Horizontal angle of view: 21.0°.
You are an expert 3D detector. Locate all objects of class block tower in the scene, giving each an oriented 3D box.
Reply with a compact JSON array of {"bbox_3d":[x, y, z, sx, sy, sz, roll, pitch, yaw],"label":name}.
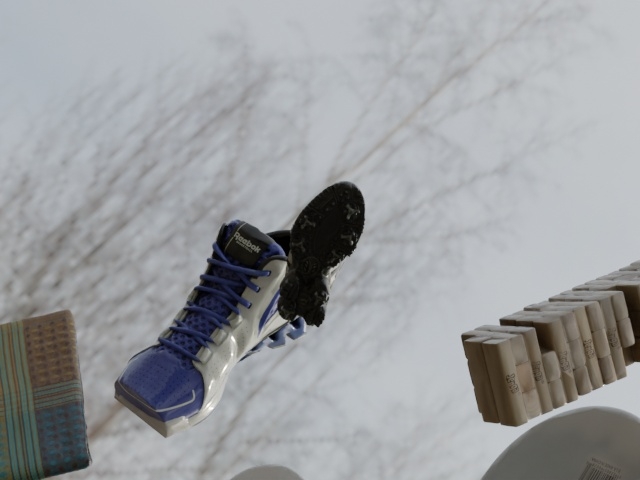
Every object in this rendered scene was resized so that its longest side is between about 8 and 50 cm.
[{"bbox_3d":[0.300,0.092,1.814,0.091,0.335,0.097,0,-74,60],"label":"block tower"}]

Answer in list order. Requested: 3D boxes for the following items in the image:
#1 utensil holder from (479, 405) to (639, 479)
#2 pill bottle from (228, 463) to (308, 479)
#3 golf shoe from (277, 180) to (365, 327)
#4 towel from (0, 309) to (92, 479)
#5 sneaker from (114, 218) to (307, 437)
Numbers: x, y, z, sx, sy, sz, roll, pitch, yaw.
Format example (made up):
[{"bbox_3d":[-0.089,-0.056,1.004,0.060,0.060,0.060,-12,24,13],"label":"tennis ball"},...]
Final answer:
[{"bbox_3d":[0.389,0.423,2.056,0.385,0.328,0.327,40,-17,-32],"label":"utensil holder"},{"bbox_3d":[0.004,0.273,1.387,0.131,0.131,0.229,24,-16,42],"label":"pill bottle"},{"bbox_3d":[0.000,0.000,1.944,0.077,0.094,0.198,21,-55,-4],"label":"golf shoe"},{"bbox_3d":[-0.454,0.211,1.989,0.271,0.370,0.040,-106,-175,-50],"label":"towel"},{"bbox_3d":[-0.121,0.075,2.067,0.127,0.315,0.182,30,-41,27],"label":"sneaker"}]
